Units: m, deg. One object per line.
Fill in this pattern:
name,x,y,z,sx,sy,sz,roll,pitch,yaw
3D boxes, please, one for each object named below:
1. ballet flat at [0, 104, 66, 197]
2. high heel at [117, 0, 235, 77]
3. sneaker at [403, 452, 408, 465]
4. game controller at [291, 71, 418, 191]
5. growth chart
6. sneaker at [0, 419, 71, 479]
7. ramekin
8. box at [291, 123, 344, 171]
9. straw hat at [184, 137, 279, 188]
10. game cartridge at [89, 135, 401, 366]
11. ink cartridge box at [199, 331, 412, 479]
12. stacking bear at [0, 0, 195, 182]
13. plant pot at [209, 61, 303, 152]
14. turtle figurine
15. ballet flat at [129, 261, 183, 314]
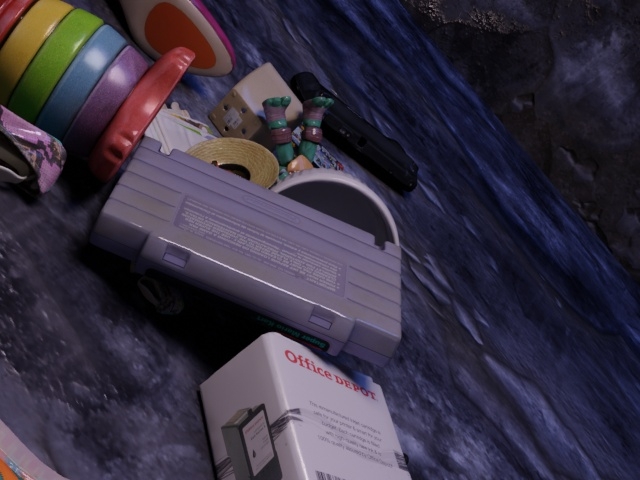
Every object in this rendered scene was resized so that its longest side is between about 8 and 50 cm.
ballet flat,-0.360,-0.116,1.077,0.221,0.077,0.079,36,46,-32
high heel,-0.262,-0.408,1.618,0.377,0.127,0.181,42,34,-11
sneaker,0.053,0.226,1.305,0.162,0.073,0.063,54,23,9
game controller,0.069,-0.212,2.061,0.319,0.067,0.166,35,12,-34
growth chart,-0.174,-0.127,1.498,0.237,0.021,0.172,28,31,-43
sneaker,-0.228,0.219,0.754,0.302,0.108,0.121,39,24,-5
ramekin,0.000,0.000,1.397,0.207,0.207,0.109,45,14,-14
box,-0.018,-0.150,1.819,0.137,0.027,0.094,45,22,-13
straw hat,-0.128,-0.074,1.416,0.144,0.061,0.144,3,40,-2
game cartridge,-0.074,0.011,1.222,0.355,0.068,0.230,24,31,-7
ink cartridge box,0.000,0.257,1.100,0.198,0.115,0.273,31,29,-40
stacking bear,-0.317,-0.208,1.183,0.289,0.164,0.175,35,66,-10
plant pot,-0.106,-0.196,1.636,0.109,0.109,0.096,52,36,5
turtle figurine,-0.026,-0.094,1.568,0.175,0.118,0.234,-5,88,-54
ballet flat,-0.193,0.036,1.189,0.041,0.041,0.114,14,41,-56
